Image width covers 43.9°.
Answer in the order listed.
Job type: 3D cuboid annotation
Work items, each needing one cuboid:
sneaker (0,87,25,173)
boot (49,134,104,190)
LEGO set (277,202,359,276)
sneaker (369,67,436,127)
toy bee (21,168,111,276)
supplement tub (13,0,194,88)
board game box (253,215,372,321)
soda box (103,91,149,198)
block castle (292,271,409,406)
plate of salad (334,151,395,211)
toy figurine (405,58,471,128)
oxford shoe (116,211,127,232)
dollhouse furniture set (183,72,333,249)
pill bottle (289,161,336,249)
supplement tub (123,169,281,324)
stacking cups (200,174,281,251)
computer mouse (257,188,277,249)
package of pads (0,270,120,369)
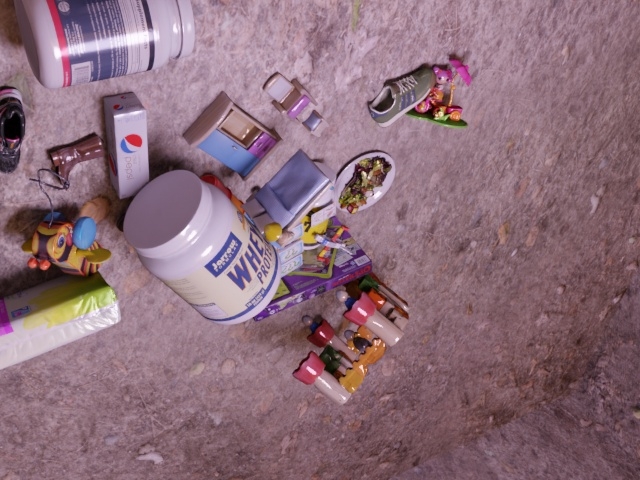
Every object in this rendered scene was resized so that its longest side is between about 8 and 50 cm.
[{"bbox_3d":[-0.598,-0.196,1.514,0.071,0.077,0.178,-9,135,-30],"label":"sneaker"},{"bbox_3d":[-0.498,-0.163,1.663,0.114,0.037,0.106,-26,143,-22],"label":"boot"},{"bbox_3d":[0.000,0.000,2.006,0.244,0.060,0.182,-30,149,-22],"label":"LEGO set"},{"bbox_3d":[0.200,-0.366,1.972,0.192,0.064,0.086,-42,147,11],"label":"sneaker"},{"bbox_3d":[-0.563,0.008,1.684,0.195,0.162,0.298,-3,144,30],"label":"toy bee"},{"bbox_3d":[-0.379,-0.383,1.400,0.272,0.191,0.191,-18,138,-24],"label":"supplement tub"},{"bbox_3d":[-0.062,0.069,2.101,0.346,0.208,0.056,-22,142,-18],"label":"board game box"},{"bbox_3d":[-0.405,-0.196,1.667,0.069,0.074,0.216,-16,137,-26],"label":"soda box"},{"bbox_3d":[0.073,0.244,2.247,0.303,0.213,0.453,-50,-179,9],"label":"block castle"},{"bbox_3d":[0.123,-0.150,2.151,0.199,0.048,0.200,-21,139,-19],"label":"plate of salad"},{"bbox_3d":[0.314,-0.386,2.034,0.173,0.130,0.159,7,114,-13],"label":"toy figurine"},{"bbox_3d":[-0.369,-0.018,1.864,0.227,0.096,0.083,12,123,-43],"label":"oxford shoe"},{"bbox_3d":[-0.102,-0.186,1.730,0.286,0.303,0.198,-46,142,11],"label":"dollhouse furniture set"},{"bbox_3d":[-0.029,-0.090,2.035,0.119,0.119,0.209,-11,135,-29],"label":"pill bottle"},{"bbox_3d":[-0.256,0.019,1.755,0.235,0.235,0.325,-38,137,2],"label":"supplement tub"},{"bbox_3d":[-0.205,-0.056,1.971,0.096,0.096,0.316,-37,138,-1],"label":"stacking cups"},{"bbox_3d":[-0.127,-0.031,1.973,0.042,0.193,0.106,-8,159,24],"label":"computer mouse"},{"bbox_3d":[-0.607,0.165,1.760,0.296,0.229,0.101,-21,108,-19],"label":"package of pads"}]
